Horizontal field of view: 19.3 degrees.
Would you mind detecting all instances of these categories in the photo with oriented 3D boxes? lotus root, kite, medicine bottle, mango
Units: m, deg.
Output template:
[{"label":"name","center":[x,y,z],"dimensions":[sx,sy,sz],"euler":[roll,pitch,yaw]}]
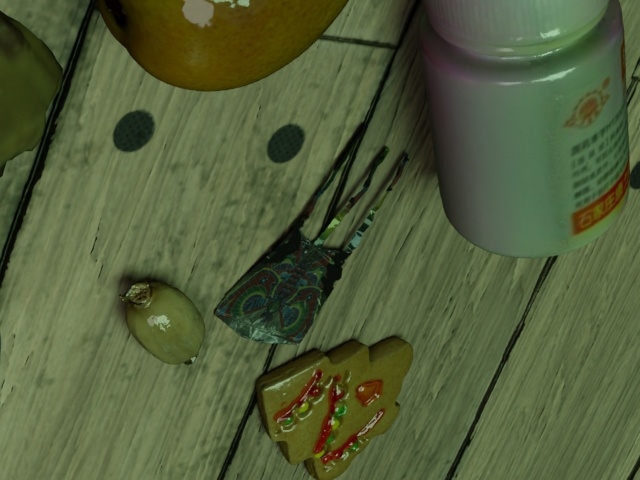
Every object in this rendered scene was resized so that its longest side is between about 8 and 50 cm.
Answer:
[{"label":"lotus root","center":[-0.167,0.088,2.019],"dimensions":[0.073,0.062,0.150],"euler":[-43,140,-6]},{"label":"kite","center":[0.000,0.000,2.127],"dimensions":[0.152,0.015,0.285],"euler":[22,105,-47]},{"label":"medicine bottle","center":[0.218,-0.185,2.017],"dimensions":[0.219,0.219,0.388],"euler":[-30,135,-19]},{"label":"mango","center":[-0.056,-0.312,1.696],"dimensions":[0.378,0.221,0.264],"euler":[-52,135,-11]}]

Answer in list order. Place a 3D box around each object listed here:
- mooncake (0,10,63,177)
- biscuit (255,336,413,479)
[{"label":"mooncake","center":[-0.394,-0.030,1.519],"dimensions":[0.393,0.246,0.394],"euler":[-23,117,-41]},{"label":"biscuit","center":[0.012,0.200,2.274],"dimensions":[0.239,0.041,0.212],"euler":[18,110,-47]}]
